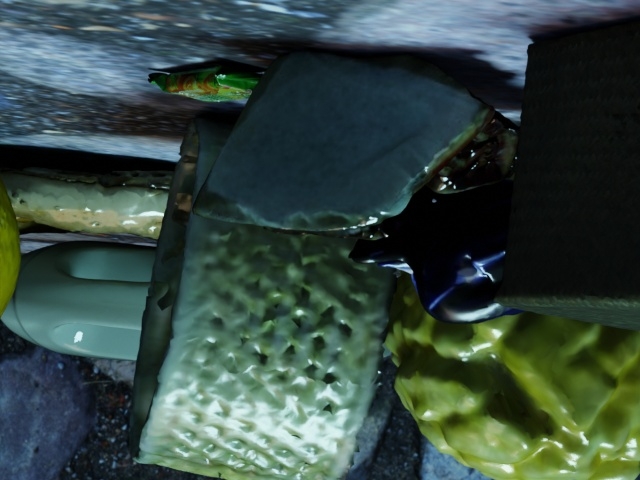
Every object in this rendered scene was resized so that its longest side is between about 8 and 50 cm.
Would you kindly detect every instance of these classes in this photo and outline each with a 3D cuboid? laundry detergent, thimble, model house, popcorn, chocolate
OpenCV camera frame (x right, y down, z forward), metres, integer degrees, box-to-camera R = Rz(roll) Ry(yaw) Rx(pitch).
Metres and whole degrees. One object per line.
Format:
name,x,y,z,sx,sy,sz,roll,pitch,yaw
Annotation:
laundry detergent,-0.109,0.071,1.898,0.398,0.124,0.264,4,177,37
thimble,-0.044,0.047,1.369,0.150,0.271,0.271,11,175,-9
model house,0.038,-0.044,1.080,0.165,0.106,0.152,9,175,25
popcorn,0.157,0.051,1.311,0.249,0.249,0.225,8,171,-21
chocolate,0.189,0.002,1.116,0.343,0.148,0.126,0,136,-3

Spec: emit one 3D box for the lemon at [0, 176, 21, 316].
lemon,-0.364,0.008,1.556,0.236,0.236,0.263,10,144,-35

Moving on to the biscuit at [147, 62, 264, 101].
biscuit,-0.065,-0.095,1.148,0.046,0.016,0.089,10,174,-33

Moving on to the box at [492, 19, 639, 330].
box,0.247,-0.016,0.931,0.273,0.143,0.184,10,174,-30

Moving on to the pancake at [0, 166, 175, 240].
pancake,-0.201,-0.029,1.823,0.382,0.071,0.382,5,178,0
